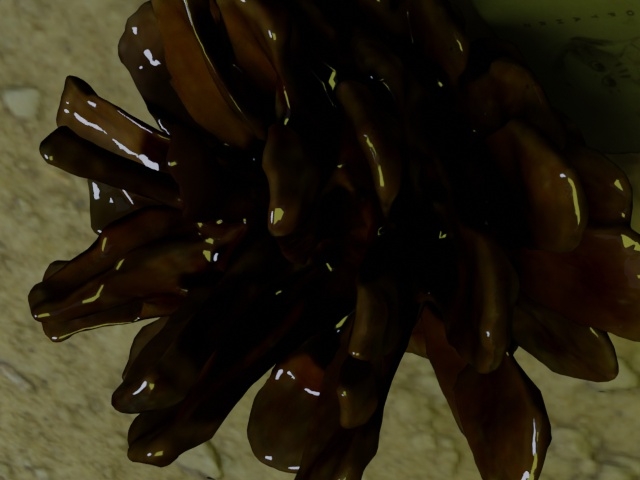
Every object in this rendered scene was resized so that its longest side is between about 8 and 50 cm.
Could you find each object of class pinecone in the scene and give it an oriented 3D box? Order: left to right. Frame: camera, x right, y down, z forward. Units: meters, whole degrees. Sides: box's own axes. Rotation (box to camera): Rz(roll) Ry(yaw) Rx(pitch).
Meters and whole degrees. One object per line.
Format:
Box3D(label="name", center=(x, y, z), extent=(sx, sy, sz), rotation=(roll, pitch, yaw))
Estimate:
Box3D(label="pinecone", center=(-0.002, 0.001, 0.437), extent=(0.229, 0.201, 0.202), rotation=(40, 122, 23))

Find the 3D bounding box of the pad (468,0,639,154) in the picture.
Box3D(label="pad", center=(0.094, -0.099, 0.352), extent=(0.159, 0.009, 0.265), rotation=(1, 150, 41))
